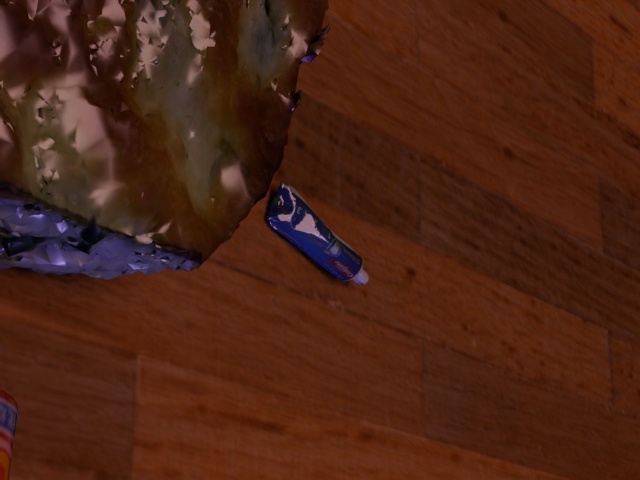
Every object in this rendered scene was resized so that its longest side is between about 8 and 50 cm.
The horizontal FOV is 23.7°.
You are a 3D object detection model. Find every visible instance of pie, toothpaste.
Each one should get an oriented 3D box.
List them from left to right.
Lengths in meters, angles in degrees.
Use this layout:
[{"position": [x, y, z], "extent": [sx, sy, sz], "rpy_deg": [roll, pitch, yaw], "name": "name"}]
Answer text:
[{"position": [-0.129, -0.135, 0.685], "extent": [0.354, 0.103, 0.288], "rpy_deg": [17, 65, -45], "name": "pie"}, {"position": [0.000, 0.000, 0.881], "extent": [0.083, 0.019, 0.027], "rpy_deg": [41, 65, -33], "name": "toothpaste"}]

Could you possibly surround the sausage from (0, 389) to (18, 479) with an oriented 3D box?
[{"position": [-0.165, 0.183, 0.553], "extent": [0.074, 0.074, 0.274], "rpy_deg": [30, 57, -45], "name": "sausage"}]
